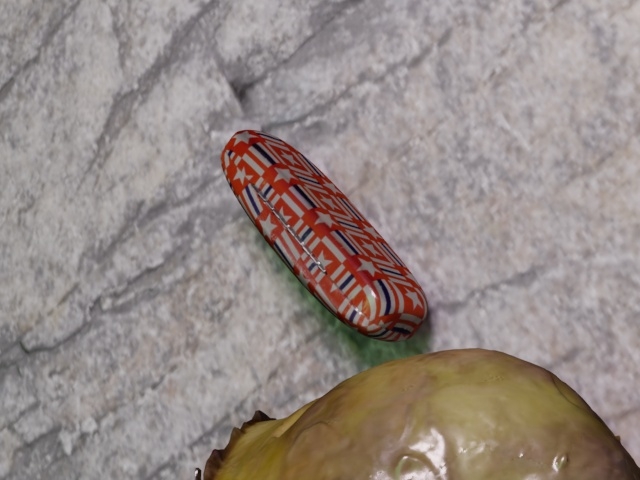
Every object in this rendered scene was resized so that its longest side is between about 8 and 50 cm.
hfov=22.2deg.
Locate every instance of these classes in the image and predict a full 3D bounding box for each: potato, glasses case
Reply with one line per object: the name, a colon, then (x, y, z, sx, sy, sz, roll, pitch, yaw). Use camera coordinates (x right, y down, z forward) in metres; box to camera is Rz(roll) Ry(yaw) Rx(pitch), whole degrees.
potato: (0.076, 0.207, 0.871, 0.237, 0.288, 0.301, -12, 31, 16)
glasses case: (0.000, 0.000, 1.077, 0.049, 0.073, 0.194, -53, 52, 17)
